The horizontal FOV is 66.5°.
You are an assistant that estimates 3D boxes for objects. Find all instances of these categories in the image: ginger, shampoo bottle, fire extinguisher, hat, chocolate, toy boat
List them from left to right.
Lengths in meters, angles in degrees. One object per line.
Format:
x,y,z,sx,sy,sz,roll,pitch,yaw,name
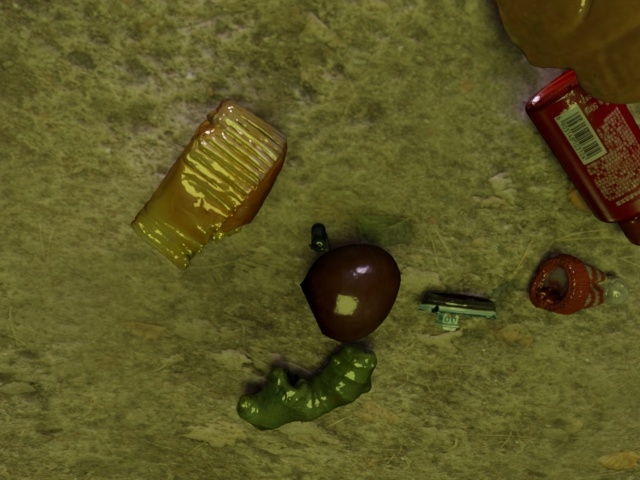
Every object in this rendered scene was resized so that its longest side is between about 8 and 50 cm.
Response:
-0.025,0.285,0.934,0.290,0.089,0.137,-17,106,8,ginger
0.000,0.000,0.802,0.038,0.083,0.025,20,113,-8,fire extinguisher
0.056,0.083,0.803,0.177,0.176,0.176,0,115,-1,chocolate
0.243,0.130,0.879,0.140,0.059,0.066,7,97,-2,toy boat
0.467,0.083,0.861,0.163,0.093,0.112,2,126,-22,hat
0.447,-0.122,0.758,0.118,0.076,0.314,-40,110,11,shampoo bottle

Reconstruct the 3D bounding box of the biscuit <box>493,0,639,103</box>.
0.326,-0.340,0.569,0.269,0.051,0.375,-31,91,46,biscuit

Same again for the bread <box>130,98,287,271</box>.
-0.157,-0.079,0.712,0.133,0.179,0.250,36,109,-21,bread
